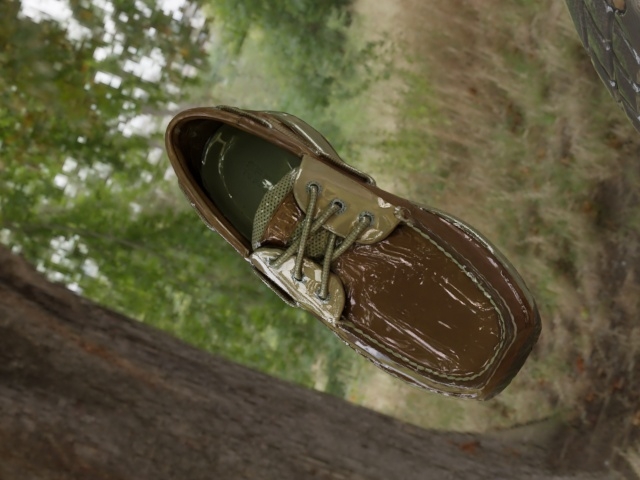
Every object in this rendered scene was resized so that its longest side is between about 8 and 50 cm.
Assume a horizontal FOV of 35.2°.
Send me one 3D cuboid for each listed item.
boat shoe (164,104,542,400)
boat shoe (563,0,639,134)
[{"bbox_3d":[0.000,0.000,0.707,0.324,0.120,0.123,35,102,36],"label":"boat shoe"},{"bbox_3d":[0.253,-0.066,0.507,0.130,0.355,0.132,-40,4,2],"label":"boat shoe"}]
